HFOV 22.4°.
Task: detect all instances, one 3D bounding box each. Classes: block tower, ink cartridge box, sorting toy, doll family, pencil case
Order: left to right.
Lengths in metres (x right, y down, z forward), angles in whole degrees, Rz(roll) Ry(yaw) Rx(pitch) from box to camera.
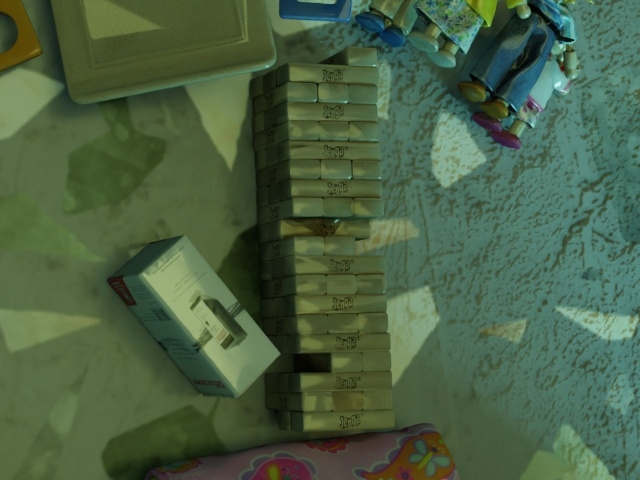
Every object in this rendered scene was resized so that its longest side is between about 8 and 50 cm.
[{"bbox_3d":[-0.144,-0.222,1.395,0.348,0.047,0.196,-11,83,-3],"label":"sorting toy"},{"bbox_3d":[-0.109,0.066,1.390,0.056,0.099,0.135,-43,103,-21],"label":"ink cartridge box"},{"bbox_3d":[-0.018,0.236,1.408,0.284,0.124,0.124,-7,89,-23],"label":"pencil case"},{"bbox_3d":[0.000,0.000,1.445,0.097,0.091,0.335,0,85,-23],"label":"block tower"},{"bbox_3d":[0.173,-0.209,1.498,0.263,0.118,0.163,38,77,-28],"label":"doll family"}]
